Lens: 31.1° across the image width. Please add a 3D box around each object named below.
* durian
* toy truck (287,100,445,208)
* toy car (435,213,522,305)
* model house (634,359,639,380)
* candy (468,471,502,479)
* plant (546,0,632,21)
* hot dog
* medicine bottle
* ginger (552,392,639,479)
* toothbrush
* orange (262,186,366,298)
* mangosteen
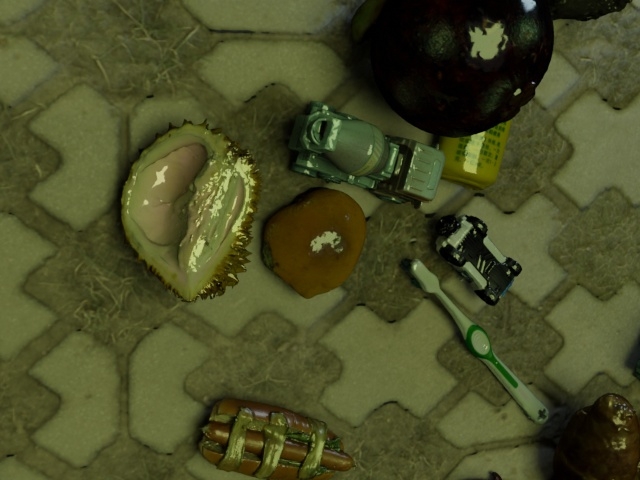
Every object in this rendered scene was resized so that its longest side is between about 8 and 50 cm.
[{"bbox_3d":[-0.171,-0.041,1.587,0.138,0.183,0.250,12,87,-65],"label":"durian"},{"bbox_3d":[0.068,-0.126,1.694,0.256,0.140,0.108,18,87,-29],"label":"toy truck"},{"bbox_3d":[0.245,0.025,1.847,0.171,0.070,0.080,46,75,-27],"label":"toy car"},{"bbox_3d":[0.766,0.174,2.061,0.295,0.252,0.329,38,72,-26],"label":"model house"},{"bbox_3d":[0.264,0.513,1.904,0.255,0.094,0.255,-4,98,-27],"label":"candy"},{"bbox_3d":[0.438,-0.425,1.867,0.203,0.142,0.131,-15,94,-17],"label":"plant"},{"bbox_3d":[-0.063,0.305,1.717,0.269,0.072,0.109,18,90,-28],"label":"hot dog"},{"bbox_3d":[0.262,-0.236,1.821,0.111,0.076,0.309,16,89,-25],"label":"medicine bottle"},{"bbox_3d":[0.518,0.413,1.925,0.152,0.274,0.357,-29,98,-37],"label":"ginger"},{"bbox_3d":[0.265,0.173,1.894,0.418,0.040,0.042,47,72,-25],"label":"toothbrush"},{"bbox_3d":[0.000,0.000,1.697,0.160,0.112,0.170,9,80,-28],"label":"orange"},{"bbox_3d":[0.192,-0.290,1.662,0.288,0.288,0.288,-4,98,-28],"label":"mangosteen"}]
